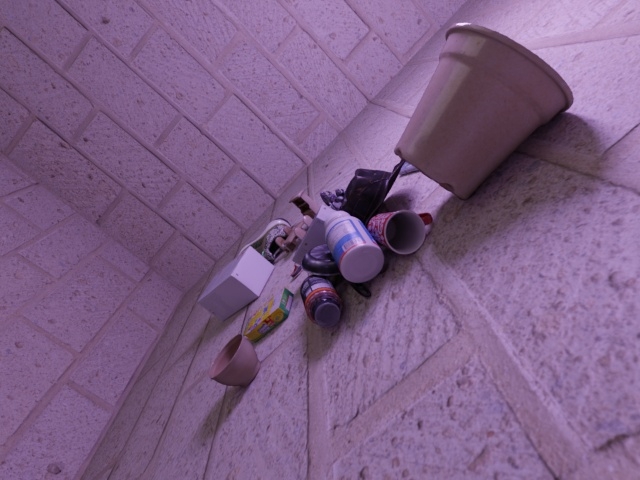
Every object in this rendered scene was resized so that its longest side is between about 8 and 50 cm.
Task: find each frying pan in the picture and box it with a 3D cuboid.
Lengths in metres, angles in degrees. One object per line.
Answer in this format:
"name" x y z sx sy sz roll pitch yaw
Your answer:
"frying pan" 0.034 0.077 1.208 0.197 0.053 0.326 -5 20 3

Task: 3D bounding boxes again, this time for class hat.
"hat" 0.148 -0.155 1.331 0.332 0.133 0.331 -61 -5 -9

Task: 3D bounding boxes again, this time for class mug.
"mug" 0.214 -0.025 1.116 0.169 0.150 0.113 -164 78 -77

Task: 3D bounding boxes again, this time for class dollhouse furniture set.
"dollhouse furniture set" -0.114 -0.090 1.958 0.212 0.161 0.242 -21 31 57

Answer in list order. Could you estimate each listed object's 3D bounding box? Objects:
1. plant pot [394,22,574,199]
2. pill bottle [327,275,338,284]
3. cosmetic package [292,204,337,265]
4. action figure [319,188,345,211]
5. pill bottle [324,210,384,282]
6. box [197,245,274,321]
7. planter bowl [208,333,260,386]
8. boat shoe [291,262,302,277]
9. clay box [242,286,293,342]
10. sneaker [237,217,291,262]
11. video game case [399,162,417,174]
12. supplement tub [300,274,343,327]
"plant pot" 0.353 -0.280 0.990 0.306 0.333 0.334 -56 14 14
"pill bottle" 0.027 0.102 1.320 0.065 0.065 0.116 -31 23 46
"cosmetic package" 0.000 0.000 1.427 0.231 0.117 0.086 -60 6 41
"action figure" 0.106 -0.179 1.689 0.185 0.099 0.285 -28 14 -18
"pill bottle" 0.083 0.008 1.150 0.124 0.124 0.222 -44 33 13
"box" -0.420 0.219 2.023 0.345 0.168 0.215 -36 20 38
"planter bowl" -0.262 0.397 1.306 0.162 0.109 0.162 -43 16 16
"boat shoe" -0.086 0.093 1.678 0.049 0.043 0.137 -15 37 59
"clay box" -0.197 0.282 1.507 0.222 0.053 0.127 -42 17 25
"sneaker" -0.298 0.068 2.131 0.410 0.158 0.182 -50 27 6
"video game case" 0.379 -0.323 1.474 0.190 0.022 0.173 -52 16 -14
"supplement tub" 0.003 0.171 1.152 0.106 0.106 0.198 -47 16 5
